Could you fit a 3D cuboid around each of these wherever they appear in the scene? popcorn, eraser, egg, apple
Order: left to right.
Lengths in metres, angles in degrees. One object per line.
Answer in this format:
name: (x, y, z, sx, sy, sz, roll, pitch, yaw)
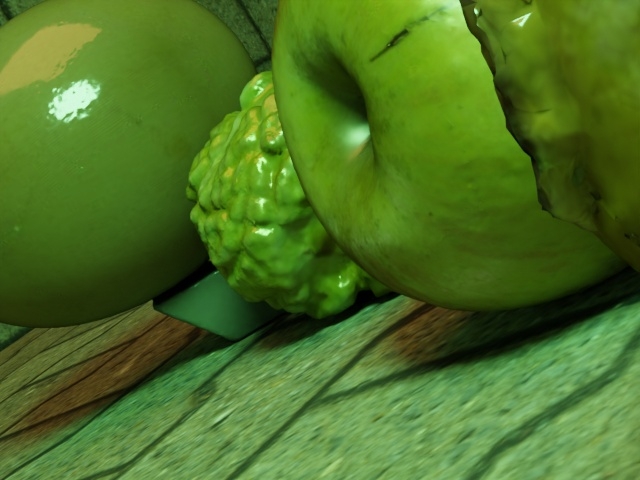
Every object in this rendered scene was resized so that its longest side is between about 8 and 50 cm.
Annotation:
egg: (-0.224, -0.080, 1.297, 0.374, 0.301, 0.301, -38, 8, -11)
eraser: (0.000, -0.001, 1.341, 0.352, 0.077, 0.111, -31, 6, -3)
popcorn: (0.020, -0.043, 1.155, 0.206, 0.251, 0.237, -53, 28, 37)
apple: (0.106, -0.098, 0.798, 0.233, 0.286, 0.286, -14, 0, -23)

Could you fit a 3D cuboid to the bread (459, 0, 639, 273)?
bread: (0.206, -0.151, 0.372, 0.398, 0.398, 0.215, -25, -5, 36)
